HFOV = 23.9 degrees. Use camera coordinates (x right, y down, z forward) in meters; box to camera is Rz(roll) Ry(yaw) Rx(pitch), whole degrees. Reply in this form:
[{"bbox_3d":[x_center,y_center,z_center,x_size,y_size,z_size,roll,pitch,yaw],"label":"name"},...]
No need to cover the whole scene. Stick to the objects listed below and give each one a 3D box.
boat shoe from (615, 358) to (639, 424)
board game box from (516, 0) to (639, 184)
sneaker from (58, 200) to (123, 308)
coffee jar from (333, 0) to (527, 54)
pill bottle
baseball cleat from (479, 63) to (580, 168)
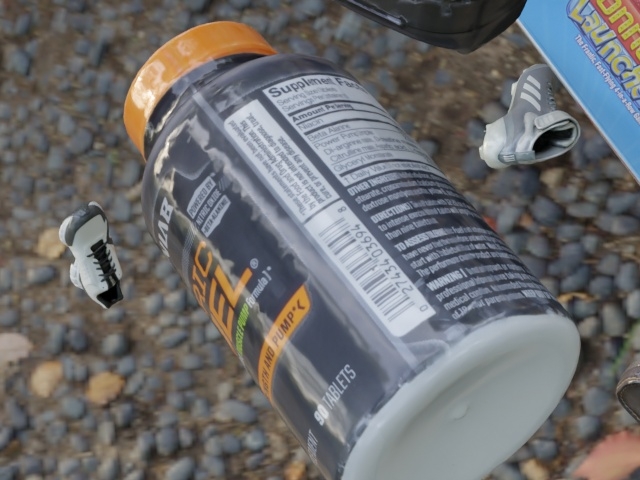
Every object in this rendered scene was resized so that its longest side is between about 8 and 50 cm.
[{"bbox_3d":[0.471,0.269,1.680,0.355,0.130,0.132,38,149,15],"label":"boat shoe"},{"bbox_3d":[0.234,-0.087,1.028,0.086,0.302,0.308,-37,93,10],"label":"board game box"},{"bbox_3d":[-0.169,0.011,1.149,0.040,0.109,0.044,-36,63,-20],"label":"sneaker"},{"bbox_3d":[0.046,-0.168,0.587,0.096,0.079,0.184,30,137,27],"label":"coffee jar"},{"bbox_3d":[0.000,0.000,0.714,0.130,0.130,0.245,-50,56,16],"label":"pill bottle"},{"bbox_3d":[0.264,-0.143,1.777,0.109,0.206,0.072,3,128,30],"label":"baseball cleat"}]
